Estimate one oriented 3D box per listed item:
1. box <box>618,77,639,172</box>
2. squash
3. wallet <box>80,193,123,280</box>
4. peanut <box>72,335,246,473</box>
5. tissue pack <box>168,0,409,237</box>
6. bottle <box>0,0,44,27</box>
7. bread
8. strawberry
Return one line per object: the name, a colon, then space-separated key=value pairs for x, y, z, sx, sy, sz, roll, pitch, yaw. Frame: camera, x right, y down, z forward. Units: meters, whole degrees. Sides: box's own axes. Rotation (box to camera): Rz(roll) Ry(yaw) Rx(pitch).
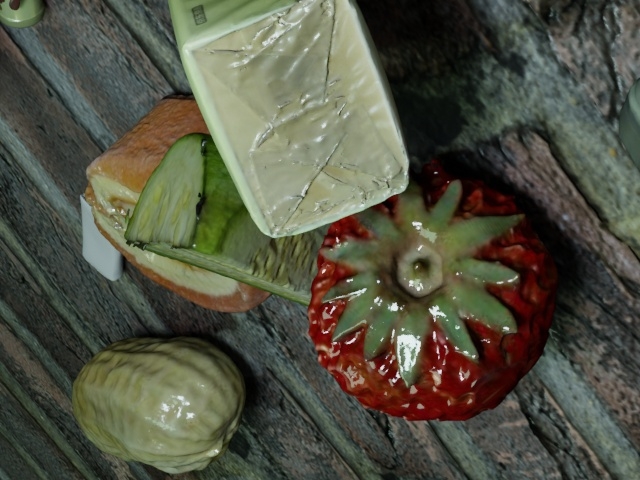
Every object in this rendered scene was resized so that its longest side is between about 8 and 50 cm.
box: x=0.278 y=-0.036 z=0.715 sx=0.210 sy=0.148 sz=0.129 roll=63 pitch=147 yaw=26
squash: x=0.000 y=0.000 z=1.082 sx=0.289 sy=0.111 sz=0.203 roll=21 pitch=173 yaw=-24
wallet: x=-0.257 y=-0.004 z=1.541 sx=0.061 sy=0.025 sz=0.122 roll=34 pitch=148 yaw=15
peanut: x=-0.202 y=0.194 z=1.593 sx=0.174 sy=0.158 sz=0.340 roll=27 pitch=165 yaw=-32
tissue pack: x=-0.032 y=-0.135 z=0.928 sx=0.234 sy=0.125 sz=0.159 roll=-108 pitch=-3 yaw=-56
bottle: x=-0.298 y=-0.258 z=1.271 sx=0.063 sy=0.047 sz=0.101 roll=41 pitch=149 yaw=27
bread: x=-0.119 y=-0.039 z=1.247 sx=0.244 sy=0.123 sz=0.190 roll=16 pitch=140 yaw=41
strawberry: x=0.093 y=0.060 z=1.070 sx=0.205 sy=0.205 sz=0.244 roll=33 pitch=170 yaw=20
